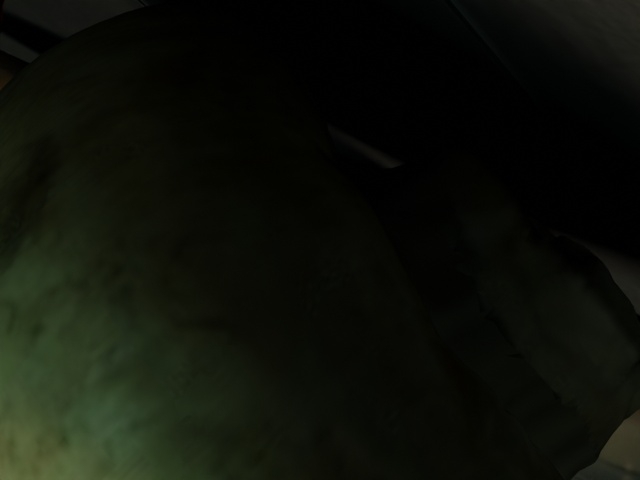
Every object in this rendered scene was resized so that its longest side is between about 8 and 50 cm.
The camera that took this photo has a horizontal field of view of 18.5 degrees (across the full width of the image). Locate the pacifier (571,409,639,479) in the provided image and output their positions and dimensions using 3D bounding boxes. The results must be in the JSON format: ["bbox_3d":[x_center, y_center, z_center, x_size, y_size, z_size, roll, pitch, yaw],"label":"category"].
[{"bbox_3d":[0.172,0.169,1.069,0.227,0.207,0.279,10,-170,-44],"label":"pacifier"}]

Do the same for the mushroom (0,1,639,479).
[{"bbox_3d":[-0.011,0.067,0.764,0.352,0.260,0.352,55,180,0],"label":"mushroom"}]

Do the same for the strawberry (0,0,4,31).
[{"bbox_3d":[-0.284,-0.082,0.825,0.288,0.238,0.250,-4,145,32],"label":"strawberry"}]

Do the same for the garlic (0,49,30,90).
[{"bbox_3d":[-0.162,-0.060,1.179,0.245,0.145,0.164,28,143,27],"label":"garlic"}]
